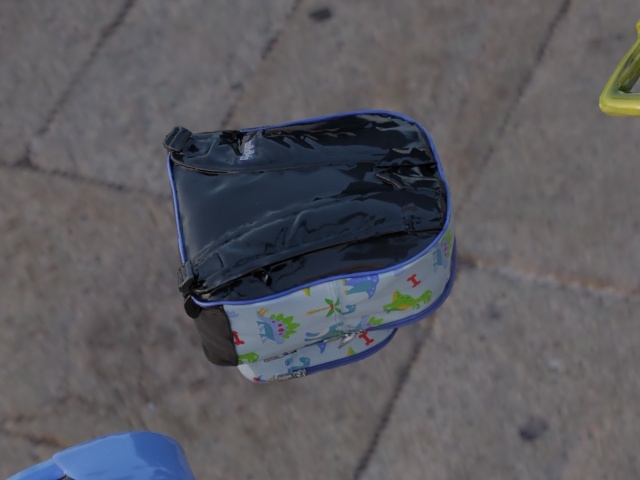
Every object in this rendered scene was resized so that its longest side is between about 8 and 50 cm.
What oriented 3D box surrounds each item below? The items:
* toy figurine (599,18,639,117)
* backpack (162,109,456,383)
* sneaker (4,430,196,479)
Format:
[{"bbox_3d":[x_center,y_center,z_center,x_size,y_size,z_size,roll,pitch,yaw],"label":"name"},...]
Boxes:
[{"bbox_3d":[0.289,-0.088,0.572,0.362,0.217,0.191,-9,61,54],"label":"toy figurine"},{"bbox_3d":[0.000,0.000,0.819,0.114,0.084,0.105,-13,51,2],"label":"backpack"},{"bbox_3d":[-0.134,0.168,0.742,0.232,0.081,0.090,-34,50,-6],"label":"sneaker"}]
